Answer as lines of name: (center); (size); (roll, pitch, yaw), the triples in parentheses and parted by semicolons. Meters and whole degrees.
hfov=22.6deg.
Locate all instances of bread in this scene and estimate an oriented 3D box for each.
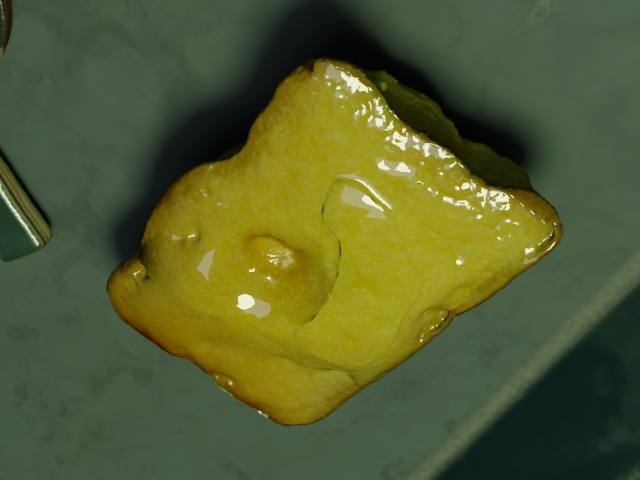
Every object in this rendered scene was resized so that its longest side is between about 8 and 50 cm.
bread: (0.000, 0.000, 0.847); (0.161, 0.088, 0.233); (41, 124, -11)

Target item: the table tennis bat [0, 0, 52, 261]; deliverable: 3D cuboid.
table tennis bat: (-0.224, -0.105, 0.859); (0.154, 0.021, 0.274); (-18, 116, 22)
